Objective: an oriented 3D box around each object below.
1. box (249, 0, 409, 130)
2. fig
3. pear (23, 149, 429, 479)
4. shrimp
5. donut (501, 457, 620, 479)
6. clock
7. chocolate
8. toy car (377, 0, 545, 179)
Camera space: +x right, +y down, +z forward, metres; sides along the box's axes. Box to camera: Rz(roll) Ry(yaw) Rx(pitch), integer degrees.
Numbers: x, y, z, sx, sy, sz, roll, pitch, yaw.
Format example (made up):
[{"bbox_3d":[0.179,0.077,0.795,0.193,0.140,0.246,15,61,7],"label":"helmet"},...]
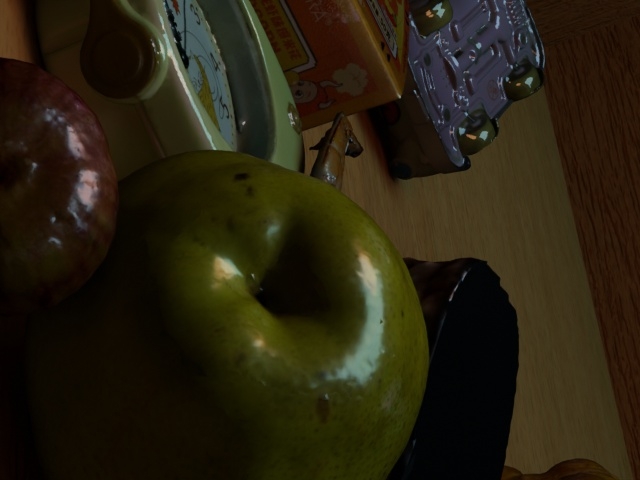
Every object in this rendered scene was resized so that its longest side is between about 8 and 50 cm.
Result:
[{"bbox_3d":[-0.058,-0.286,1.702,0.259,0.214,0.283,-91,156,-52],"label":"box"},{"bbox_3d":[-0.215,-0.036,1.058,0.148,0.202,0.149,-52,130,-27],"label":"fig"},{"bbox_3d":[-0.066,0.084,1.156,0.294,0.294,0.294,-19,90,-74],"label":"pear"},{"bbox_3d":[0.000,0.000,1.651,0.290,0.054,0.222,91,9,-62],"label":"shrimp"},{"bbox_3d":[0.169,0.307,1.690,0.317,0.299,0.150,-9,92,-42],"label":"donut"},{"bbox_3d":[-0.132,-0.145,1.466,0.286,0.117,0.348,-80,147,-58],"label":"clock"},{"bbox_3d":[0.018,0.154,1.393,0.225,0.210,0.340,-22,122,-61],"label":"chocolate"},{"bbox_3d":[0.151,-0.257,2.454,0.336,0.226,0.242,-47,121,-43],"label":"toy car"}]
